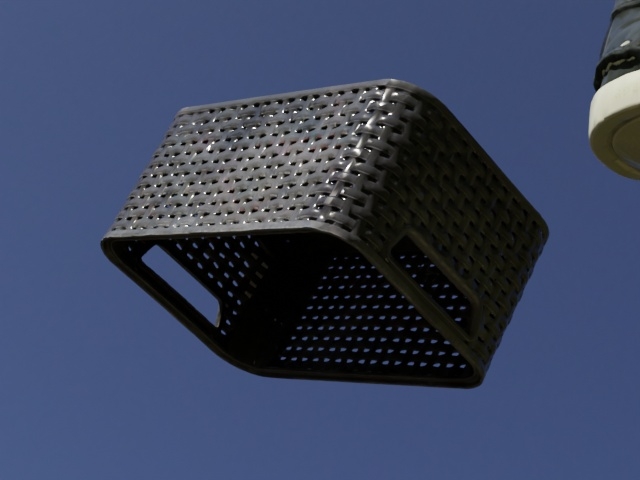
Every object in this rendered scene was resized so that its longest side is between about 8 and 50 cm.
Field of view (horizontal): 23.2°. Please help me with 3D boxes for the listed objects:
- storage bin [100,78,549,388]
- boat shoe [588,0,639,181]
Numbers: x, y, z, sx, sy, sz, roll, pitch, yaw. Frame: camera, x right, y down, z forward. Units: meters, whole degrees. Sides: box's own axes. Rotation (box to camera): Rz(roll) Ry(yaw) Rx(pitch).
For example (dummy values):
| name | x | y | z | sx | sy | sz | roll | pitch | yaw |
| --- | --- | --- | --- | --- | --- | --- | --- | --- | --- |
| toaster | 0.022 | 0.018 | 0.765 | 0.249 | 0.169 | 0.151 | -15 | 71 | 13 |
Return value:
| name | x | y | z | sx | sy | sz | roll | pitch | yaw |
| --- | --- | --- | --- | --- | --- | --- | --- | --- | --- |
| storage bin | 0.000 | 0.000 | 0.735 | 0.180 | 0.084 | 0.122 | -1 | -37 | 48 |
| boat shoe | 0.282 | -0.113 | 0.681 | 0.340 | 0.113 | 0.127 | -14 | -30 | 30 |
